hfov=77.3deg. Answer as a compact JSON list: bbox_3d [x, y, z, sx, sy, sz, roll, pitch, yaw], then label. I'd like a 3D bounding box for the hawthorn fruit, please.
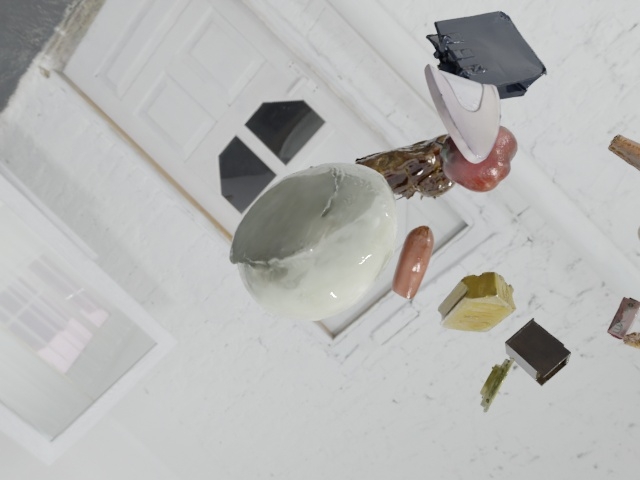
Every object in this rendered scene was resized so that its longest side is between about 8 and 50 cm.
[{"bbox_3d":[0.396,-0.224,1.051,0.185,0.203,0.184,16,90,-90],"label":"hawthorn fruit"}]

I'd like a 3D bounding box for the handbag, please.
[{"bbox_3d":[0.545,-0.613,1.356,0.330,0.303,0.122,-17,162,-18],"label":"handbag"}]

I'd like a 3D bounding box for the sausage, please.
[{"bbox_3d":[0.327,0.071,1.407,0.113,0.114,0.258,-48,153,-70],"label":"sausage"}]

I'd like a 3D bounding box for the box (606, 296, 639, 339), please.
[{"bbox_3d":[1.092,0.283,1.437,0.111,0.060,0.156,24,91,-47],"label":"box"}]

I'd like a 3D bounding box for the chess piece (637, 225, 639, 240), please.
[{"bbox_3d":[0.665,-0.015,0.773,0.083,0.084,0.038,-45,-155,59],"label":"chess piece"}]

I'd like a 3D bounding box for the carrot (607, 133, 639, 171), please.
[{"bbox_3d":[0.664,-0.158,0.807,0.055,0.162,0.055,-48,162,-21],"label":"carrot"}]

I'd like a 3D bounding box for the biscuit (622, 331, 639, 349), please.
[{"bbox_3d":[0.944,0.265,1.043,0.254,0.035,0.254,-1,176,0],"label":"biscuit"}]

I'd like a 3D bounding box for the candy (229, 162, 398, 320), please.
[{"bbox_3d":[0.000,0.000,0.619,0.296,0.185,0.295,-27,-145,21],"label":"candy"}]

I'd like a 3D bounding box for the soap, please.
[{"bbox_3d":[0.453,0.179,1.143,0.257,0.161,0.080,98,-2,-57],"label":"soap"}]

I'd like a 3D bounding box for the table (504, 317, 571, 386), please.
[{"bbox_3d":[0.933,0.478,1.718,0.173,0.193,0.169,-39,140,-2],"label":"table"}]

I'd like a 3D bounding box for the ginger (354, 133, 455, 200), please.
[{"bbox_3d":[0.312,-0.236,1.492,0.419,0.254,0.176,-13,-142,12],"label":"ginger"}]

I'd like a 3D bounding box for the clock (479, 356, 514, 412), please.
[{"bbox_3d":[0.651,0.532,1.504,0.237,0.057,0.236,-38,143,-36],"label":"clock"}]

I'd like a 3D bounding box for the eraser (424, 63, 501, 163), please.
[{"bbox_3d":[0.335,-0.283,0.930,0.059,0.205,0.243,140,-46,-59],"label":"eraser"}]
